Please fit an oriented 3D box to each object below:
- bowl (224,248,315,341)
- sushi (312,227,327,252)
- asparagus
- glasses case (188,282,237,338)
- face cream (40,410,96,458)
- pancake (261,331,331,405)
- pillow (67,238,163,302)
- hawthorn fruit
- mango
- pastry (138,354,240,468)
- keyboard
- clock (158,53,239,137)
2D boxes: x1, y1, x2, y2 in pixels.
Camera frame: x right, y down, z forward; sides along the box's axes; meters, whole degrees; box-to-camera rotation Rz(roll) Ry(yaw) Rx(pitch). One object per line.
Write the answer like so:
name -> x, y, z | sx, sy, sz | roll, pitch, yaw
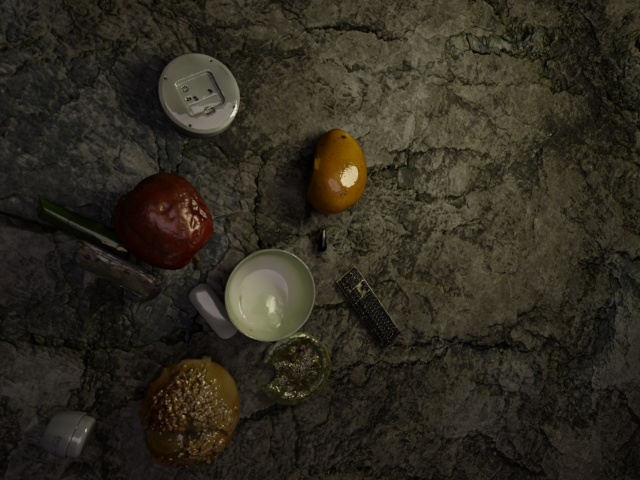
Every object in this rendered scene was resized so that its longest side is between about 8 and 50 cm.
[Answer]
bowl -> -0.165, 0.159, 1.285 | 0.276, 0.145, 0.277 | 0, 91, -19
sushi -> 0.000, 0.000, 1.391 | 0.044, 0.046, 0.084 | 2, 92, -20
asparagus -> -0.648, -0.031, 1.145 | 0.277, 0.060, 0.067 | 28, 93, -18
glasses case -> -0.326, 0.217, 1.278 | 0.074, 0.049, 0.193 | -39, 103, -14
face cream -> -0.679, 0.521, 1.126 | 0.104, 0.117, 0.117 | 21, 85, -11
pancake -> -0.078, 0.426, 1.384 | 0.253, 0.037, 0.254 | -1, 92, -19
pillow -> -0.555, 0.081, 1.147 | 0.255, 0.169, 0.059 | 32, 52, -18
hawthorn fruit -> -0.420, -0.054, 1.136 | 0.261, 0.258, 0.258 | 36, 79, 11
mango -> 0.058, -0.224, 1.352 | 0.190, 0.160, 0.291 | 9, 80, -14
pastry -> -0.371, 0.503, 1.201 | 0.284, 0.184, 0.316 | 1, 91, -21
keyboard -> 0.172, 0.242, 1.474 | 0.106, 0.027, 0.317 | -39, 105, -15
clock -> -0.356, -0.423, 1.227 | 0.230, 0.083, 0.231 | -2, 95, -20
